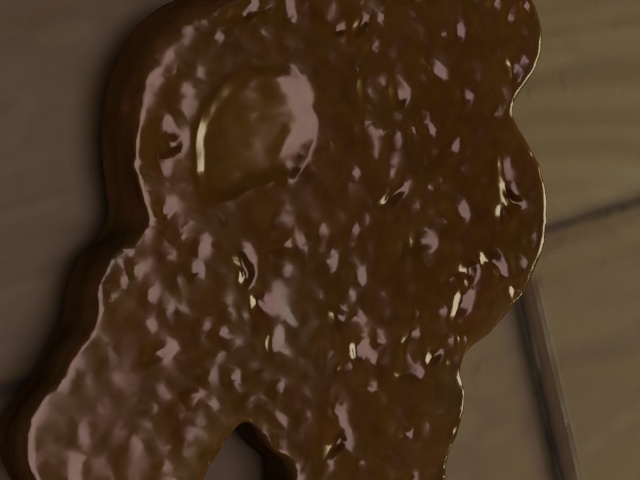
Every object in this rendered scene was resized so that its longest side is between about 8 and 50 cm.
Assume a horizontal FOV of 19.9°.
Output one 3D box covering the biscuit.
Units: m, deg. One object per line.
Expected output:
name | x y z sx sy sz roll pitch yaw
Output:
biscuit | -0.002 -0.002 0.536 0.144 0.040 0.236 24 77 -29
